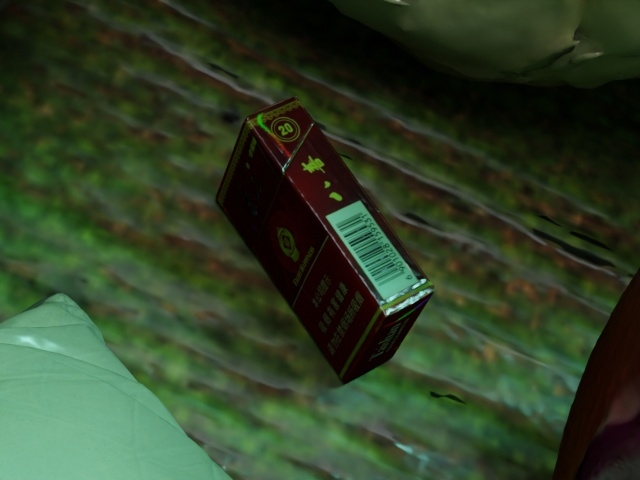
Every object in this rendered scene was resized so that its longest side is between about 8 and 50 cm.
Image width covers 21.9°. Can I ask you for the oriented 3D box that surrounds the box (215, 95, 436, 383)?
[{"bbox_3d":[0.000,0.000,0.544,0.023,0.051,0.082,-26,71,-28],"label":"box"}]

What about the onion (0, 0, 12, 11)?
[{"bbox_3d":[-0.199,-0.140,0.408,0.353,0.353,0.354,7,59,-12],"label":"onion"}]

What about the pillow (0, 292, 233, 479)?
[{"bbox_3d":[-0.065,0.137,0.374,0.274,0.076,0.280,45,26,16],"label":"pillow"}]

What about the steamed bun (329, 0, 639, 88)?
[{"bbox_3d":[0.114,-0.207,0.546,0.372,0.325,0.230,19,49,14],"label":"steamed bun"}]

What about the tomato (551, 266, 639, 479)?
[{"bbox_3d":[0.239,0.061,0.446,0.335,0.290,0.176,25,49,-3],"label":"tomato"}]
